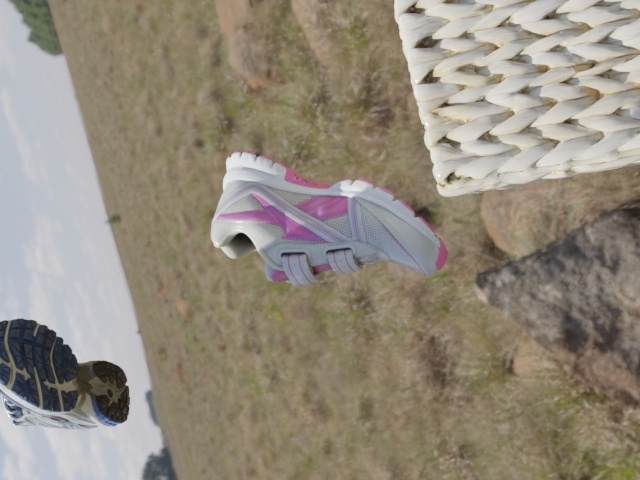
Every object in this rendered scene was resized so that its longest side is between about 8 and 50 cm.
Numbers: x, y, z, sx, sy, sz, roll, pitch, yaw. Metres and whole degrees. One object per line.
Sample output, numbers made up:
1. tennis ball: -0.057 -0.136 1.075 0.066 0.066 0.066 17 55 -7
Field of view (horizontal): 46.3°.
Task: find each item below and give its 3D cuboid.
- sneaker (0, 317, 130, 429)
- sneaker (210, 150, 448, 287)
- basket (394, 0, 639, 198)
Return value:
1. sneaker: -0.173 0.092 0.455 0.135 0.058 0.052 55 -160 -55
2. sneaker: 0.000 0.000 0.736 0.252 0.111 0.103 16 164 26
3. basket: 0.233 -0.192 0.678 0.328 0.331 0.267 -15 -84 -78
